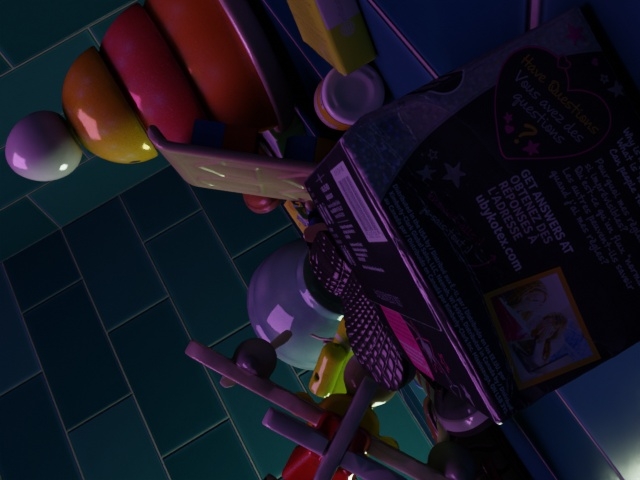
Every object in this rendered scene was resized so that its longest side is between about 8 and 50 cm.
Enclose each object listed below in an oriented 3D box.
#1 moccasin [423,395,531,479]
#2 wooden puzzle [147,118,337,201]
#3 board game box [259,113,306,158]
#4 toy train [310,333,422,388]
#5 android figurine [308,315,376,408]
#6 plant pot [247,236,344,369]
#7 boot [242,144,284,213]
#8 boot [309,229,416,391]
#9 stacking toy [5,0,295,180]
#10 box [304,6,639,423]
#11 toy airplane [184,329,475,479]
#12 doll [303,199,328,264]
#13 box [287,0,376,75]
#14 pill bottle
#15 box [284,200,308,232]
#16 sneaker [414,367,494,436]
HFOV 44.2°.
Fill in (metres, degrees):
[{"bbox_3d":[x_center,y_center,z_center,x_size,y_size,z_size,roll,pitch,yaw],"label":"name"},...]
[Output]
[{"bbox_3d":[0.286,0.430,1.353,0.380,0.139,0.147,58,177,17],"label":"moccasin"},{"bbox_3d":[-0.078,-0.118,1.254,0.322,0.347,0.080,111,172,-84],"label":"wooden puzzle"},{"bbox_3d":[-0.103,-0.236,1.681,0.242,0.064,0.316,53,174,22],"label":"board game box"},{"bbox_3d":[0.117,0.228,1.571,0.248,0.105,0.143,6,155,33],"label":"toy train"},{"bbox_3d":[0.092,0.187,1.333,0.056,0.248,0.273,46,128,37],"label":"android figurine"},{"bbox_3d":[0.010,0.107,1.676,0.293,0.293,0.196,59,149,11],"label":"plant pot"},{"bbox_3d":[-0.168,-0.195,1.622,0.220,0.109,0.283,54,-171,-37],"label":"boot"},{"bbox_3d":[0.103,0.068,0.993,0.246,0.161,0.083,62,143,37],"label":"boot"},{"bbox_3d":[-0.315,-0.248,1.352,0.351,0.480,0.350,60,176,7],"label":"stacking toy"},{"bbox_3d":[0.093,-0.015,0.489,0.163,0.142,0.247,61,175,-2],"label":"box"},{"bbox_3d":[0.034,0.260,1.118,0.384,0.272,0.386,-2,136,44],"label":"toy airplane"},{"bbox_3d":[0.000,0.000,1.229,0.189,0.046,0.129,-87,-16,-81],"label":"doll"},{"bbox_3d":[-0.013,-0.253,0.741,0.109,0.042,0.178,53,173,50],"label":"box"},{"bbox_3d":[0.027,-0.151,0.839,0.065,0.065,0.116,60,176,-7],"label":"pill bottle"},{"bbox_3d":[0.008,-0.034,1.473,0.179,0.043,0.105,23,-158,-41],"label":"box"},{"bbox_3d":[0.156,0.147,1.085,0.178,0.124,0.295,50,178,-6],"label":"sneaker"}]
